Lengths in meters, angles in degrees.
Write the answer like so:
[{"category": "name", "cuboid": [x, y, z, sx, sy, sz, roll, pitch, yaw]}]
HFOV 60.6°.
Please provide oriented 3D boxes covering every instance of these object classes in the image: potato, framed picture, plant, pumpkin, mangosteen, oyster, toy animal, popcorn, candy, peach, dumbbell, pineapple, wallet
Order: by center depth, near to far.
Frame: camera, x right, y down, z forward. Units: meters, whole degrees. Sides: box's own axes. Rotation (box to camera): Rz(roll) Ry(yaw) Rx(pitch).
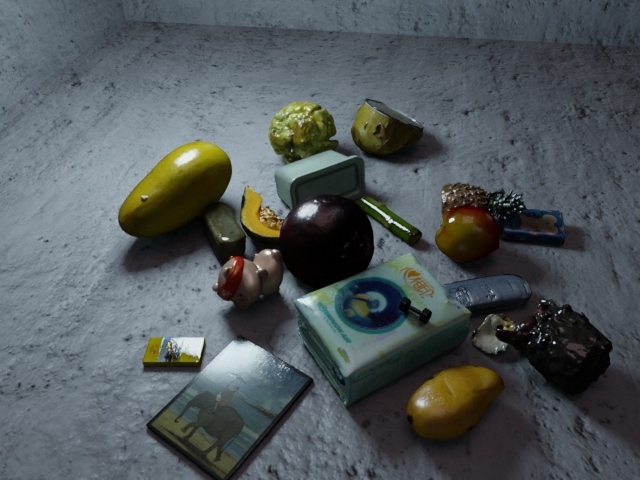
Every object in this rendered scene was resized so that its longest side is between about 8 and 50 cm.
[{"category": "framed picture", "cuboid": [-0.221, 0.404, 1.374, 0.264, 0.016, 0.347, 24, 46, 28]}, {"category": "dumbbell", "cuboid": [0.237, 0.175, 1.374, 0.083, 0.036, 0.040, 28, 52, 23]}, {"category": "plant", "cuboid": [0.605, 0.265, 1.397, 0.204, 0.178, 0.234, -33, 38, -17]}, {"category": "oyster", "cuboid": [0.477, 0.253, 1.510, 0.121, 0.045, 0.146, 3, 48, 0]}, {"category": "toy animal", "cuboid": [-0.208, 0.111, 1.592, 0.197, 0.172, 0.171, -17, 42, -28]}, {"category": "mangosteen", "cuboid": [0.014, -0.003, 1.643, 0.296, 0.297, 0.293, -15, 33, -15]}, {"category": "peach", "cuboid": [0.471, -0.022, 1.732, 0.197, 0.198, 0.197, -1, 40, 1]}, {"category": "pumpkin", "cuboid": [-0.218, -0.054, 1.812, 0.278, 0.111, 0.163, 39, 37, 23]}, {"category": "candy", "cuboid": [-0.322, -0.027, 1.817, 0.102, 0.104, 0.234, -15, 43, -23]}, {"category": "pineapple", "cuboid": [0.547, -0.126, 1.844, 0.278, 0.158, 0.158, -2, 39, 18]}, {"category": "wallet", "cuboid": [0.715, -0.051, 1.853, 0.202, 0.059, 0.141, 5, 47, 10]}, {"category": "popcorn", "cuboid": [-0.076, -0.416, 2.161, 0.281, 0.282, 0.247, 19, 47, 22]}, {"category": "potato", "cuboid": [0.259, -0.443, 2.245, 0.299, 0.196, 0.246, 6, 33, -39]}]

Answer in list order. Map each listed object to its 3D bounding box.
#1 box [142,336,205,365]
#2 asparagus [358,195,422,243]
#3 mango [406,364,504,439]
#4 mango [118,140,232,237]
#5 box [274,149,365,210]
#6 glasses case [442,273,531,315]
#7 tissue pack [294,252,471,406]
[{"category": "box", "cuboid": [-0.397, 0.302, 1.493, 0.155, 0.023, 0.087, -1, 43, 2]}, {"category": "asparagus", "cuboid": [0.236, -0.073, 1.893, 0.067, 0.060, 0.277, -39, 50, -11]}, {"category": "mango", "cuboid": [0.320, 0.386, 1.314, 0.262, 0.109, 0.157, -17, 33, -25]}, {"category": "mango", "cuboid": [-0.485, -0.162, 1.845, 0.220, 0.301, 0.445, 44, 55, -1]}, {"category": "box", "cuboid": [-0.011, -0.219, 1.994, 0.311, 0.175, 0.182, -22, 36, -23]}, {"category": "glasses case", "cuboid": [0.478, 0.159, 1.604, 0.282, 0.067, 0.109, -10, 43, -8]}, {"category": "tissue pack", "cuboid": [0.160, 0.221, 1.469, 0.387, 0.162, 0.287, -21, 47, -21]}]
